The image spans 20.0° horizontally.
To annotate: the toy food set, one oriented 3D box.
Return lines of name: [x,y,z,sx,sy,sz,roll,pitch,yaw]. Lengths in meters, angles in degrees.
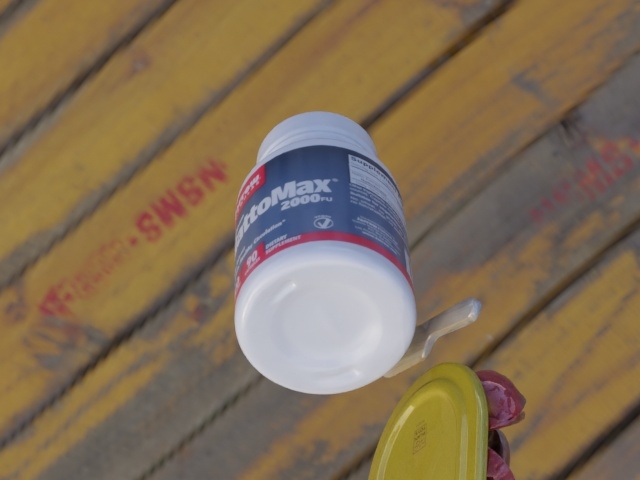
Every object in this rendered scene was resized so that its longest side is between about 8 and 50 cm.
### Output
toy food set: [0.084,0.145,1.053,0.128,0.071,0.218,-43,34,49]

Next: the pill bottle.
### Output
pill bottle: [0.000,0.000,1.126,0.108,0.108,0.180,-23,32,13]
